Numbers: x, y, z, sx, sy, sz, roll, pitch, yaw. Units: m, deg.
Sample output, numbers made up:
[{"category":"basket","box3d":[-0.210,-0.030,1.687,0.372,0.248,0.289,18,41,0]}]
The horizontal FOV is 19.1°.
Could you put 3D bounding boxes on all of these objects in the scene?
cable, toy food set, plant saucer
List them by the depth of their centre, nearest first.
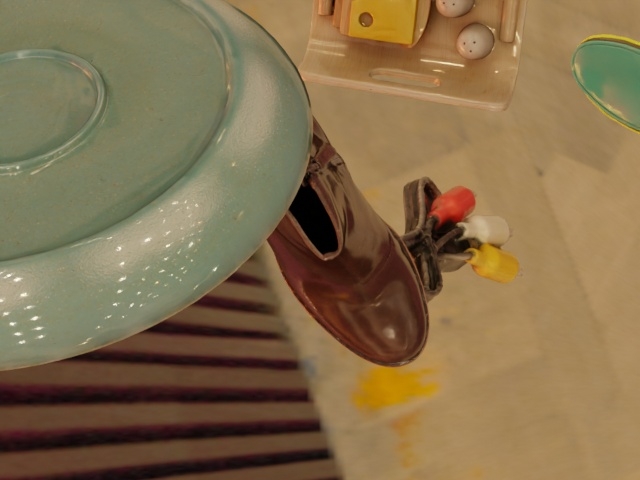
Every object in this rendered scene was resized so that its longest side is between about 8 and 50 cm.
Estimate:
[{"category":"plant saucer","box3d":[-0.163,-0.059,1.043,0.317,0.044,0.318,-5,45,5]},{"category":"cable","box3d":[0.114,-0.009,1.822,0.072,0.287,0.139,-36,80,18]},{"category":"toy food set","box3d":[0.094,-0.292,1.858,0.219,0.092,0.306,9,105,13]}]

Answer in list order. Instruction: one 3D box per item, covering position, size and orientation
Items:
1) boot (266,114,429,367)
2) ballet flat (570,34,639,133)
[{"category":"boot","box3d":[0.000,0.000,1.305,0.090,0.207,0.248,-31,98,4]},{"category":"ballet flat","box3d":[0.329,-0.120,1.673,0.231,0.077,0.077,28,116,33]}]
